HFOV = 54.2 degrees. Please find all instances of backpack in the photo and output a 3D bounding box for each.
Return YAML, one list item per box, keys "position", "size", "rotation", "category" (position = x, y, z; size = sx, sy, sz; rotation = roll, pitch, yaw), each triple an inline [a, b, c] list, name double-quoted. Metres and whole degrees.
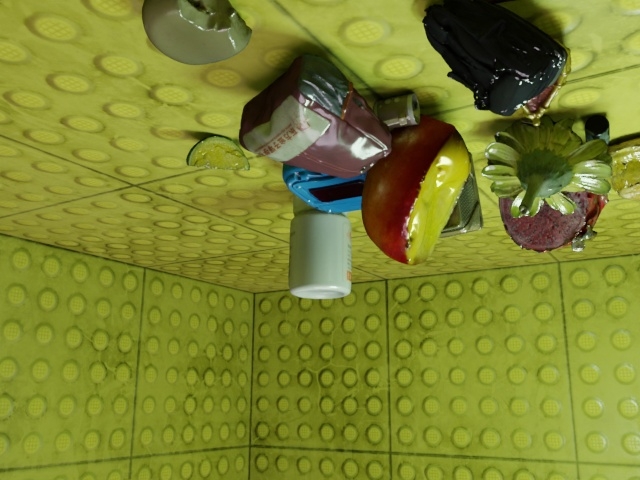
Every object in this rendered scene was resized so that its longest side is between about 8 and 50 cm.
- position: [0.295, -0.341, 1.130]
  size: [0.258, 0.133, 0.206]
  rotation: [43, 173, 11]
  category: "backpack"
- position: [0.012, -0.261, 1.411]
  size: [0.317, 0.197, 0.283]
  rotation: [22, 154, -29]
  category: "backpack"

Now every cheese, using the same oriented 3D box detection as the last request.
- position: [-0.233, -0.395, 1.123]
  size: [0.175, 0.091, 0.202]
  rotation: [-5, 165, 15]
  category: "cheese"

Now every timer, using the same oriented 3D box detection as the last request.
- position: [0.072, -0.185, 1.871]
  size: [0.339, 0.115, 0.309]
  rotation: [-8, 157, 27]
  category: "timer"

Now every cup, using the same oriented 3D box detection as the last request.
- position: [0.179, -0.295, 1.489]
  size: [0.099, 0.102, 0.074]
  rotation: [-5, 147, 25]
  category: "cup"

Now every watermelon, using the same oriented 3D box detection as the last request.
- position: [-0.293, -0.241, 1.744]
  size: [0.181, 0.092, 0.075]
  rotation: [-1, -178, -30]
  category: "watermelon"

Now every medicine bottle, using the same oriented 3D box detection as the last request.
- position: [0.000, 0.000, 2.110]
  size: [0.210, 0.372, 0.211]
  rotation: [1, 165, 0]
  category: "medicine bottle"

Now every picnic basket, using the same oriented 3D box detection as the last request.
- position: [0.349, -0.138, 1.792]
  size: [0.165, 0.267, 0.139]
  rotation: [-14, 169, 40]
  category: "picnic basket"

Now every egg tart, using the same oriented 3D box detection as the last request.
- position: [0.952, -0.198, 1.803]
  size: [0.341, 0.132, 0.341]
  rotation: [1, 165, 0]
  category: "egg tart"

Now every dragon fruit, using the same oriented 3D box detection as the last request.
- position: [0.697, -0.131, 1.821]
  size: [0.262, 0.314, 0.296]
  rotation: [-11, 180, -43]
  category: "dragon fruit"

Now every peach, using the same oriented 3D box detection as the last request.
- position: [0.230, -0.146, 1.612]
  size: [0.242, 0.381, 0.306]
  rotation: [36, -156, 26]
  category: "peach"

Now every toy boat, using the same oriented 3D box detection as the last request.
- position: [0.443, -0.349, 1.287]
  size: [0.140, 0.099, 0.318]
  rotation: [-5, 162, 19]
  category: "toy boat"

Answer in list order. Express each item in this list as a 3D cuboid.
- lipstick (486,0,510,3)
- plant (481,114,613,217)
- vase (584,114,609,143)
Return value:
- position: [0.358, -0.435, 1.092]
  size: [0.176, 0.027, 0.027]
  rotation: [-3, 166, 20]
  category: "lipstick"
- position: [0.546, -0.190, 1.577]
  size: [0.297, 0.261, 0.305]
  rotation: [-3, 168, -44]
  category: "plant"
- position: [0.741, -0.268, 1.670]
  size: [0.059, 0.060, 0.211]
  rotation: [-6, 164, 23]
  category: "vase"
